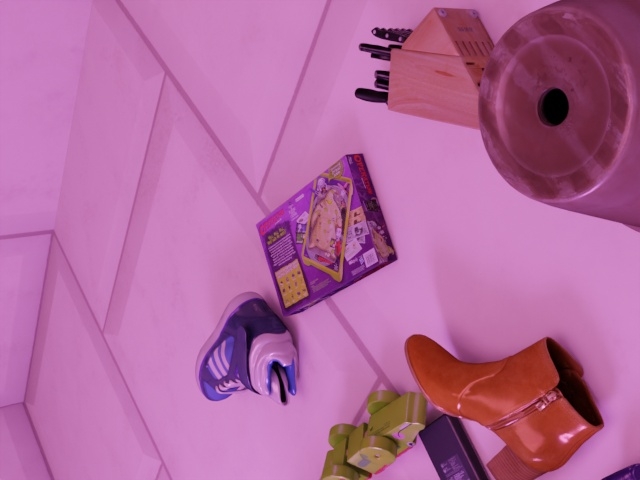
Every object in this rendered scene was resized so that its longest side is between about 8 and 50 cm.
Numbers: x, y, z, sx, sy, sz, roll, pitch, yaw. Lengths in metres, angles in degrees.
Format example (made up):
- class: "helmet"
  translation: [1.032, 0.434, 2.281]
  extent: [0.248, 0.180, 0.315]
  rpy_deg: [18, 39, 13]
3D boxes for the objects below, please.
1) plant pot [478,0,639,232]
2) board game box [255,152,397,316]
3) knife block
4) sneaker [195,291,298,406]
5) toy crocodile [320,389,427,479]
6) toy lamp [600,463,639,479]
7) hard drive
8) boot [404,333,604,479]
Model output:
- class: "plant pot"
  translation: [0.330, -0.143, 0.862]
  extent: [0.323, 0.280, 0.323]
  rpy_deg: [18, 113, 52]
- class: "board game box"
  translation: [0.000, 0.000, 1.554]
  extent: [0.347, 0.056, 0.208]
  rpy_deg: [-33, 75, 52]
- class: "knife block"
  translation: [0.163, -0.223, 1.242]
  extent: [0.242, 0.088, 0.276]
  rpy_deg: [-48, 59, 49]
- class: "sneaker"
  translation: [-0.154, 0.295, 1.756]
  extent: [0.236, 0.130, 0.323]
  rpy_deg: [54, 131, 39]
- class: "toy crocodile"
  translation: [0.093, 0.366, 1.456]
  extent: [0.340, 0.105, 0.115]
  rpy_deg: [-49, 21, 41]
- class: "toy lamp"
  translation: [0.364, 0.394, 1.101]
  extent: [0.080, 0.080, 0.275]
  rpy_deg: [55, 136, 32]
- class: "hard drive"
  translation: [0.219, 0.358, 1.343]
  extent: [0.094, 0.022, 0.135]
  rpy_deg: [-51, 57, 47]
- class: "boot"
  translation: [0.264, 0.199, 1.194]
  extent: [0.295, 0.104, 0.211]
  rpy_deg: [53, 131, 26]
